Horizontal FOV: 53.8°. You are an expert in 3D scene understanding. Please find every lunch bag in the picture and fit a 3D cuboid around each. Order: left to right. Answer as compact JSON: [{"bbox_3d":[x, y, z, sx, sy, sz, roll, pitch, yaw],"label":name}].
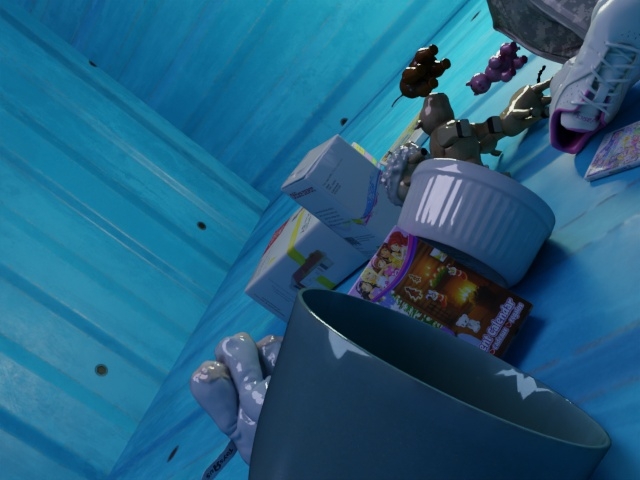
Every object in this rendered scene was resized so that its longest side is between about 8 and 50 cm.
[{"bbox_3d":[0.459,-0.426,1.077,0.235,0.169,0.287,-38,47,2],"label":"lunch bag"}]

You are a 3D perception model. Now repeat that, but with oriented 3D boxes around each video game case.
[{"bbox_3d":[0.270,-0.301,1.845,0.227,0.026,0.206,-52,12,5],"label":"video game case"},{"bbox_3d":[0.419,-0.128,0.849,0.087,0.011,0.122,-57,13,-21],"label":"video game case"}]

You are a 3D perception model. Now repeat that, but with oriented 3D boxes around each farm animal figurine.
[{"bbox_3d":[0.262,-0.195,1.149,0.172,0.330,0.326,167,111,-67],"label":"farm animal figurine"}]

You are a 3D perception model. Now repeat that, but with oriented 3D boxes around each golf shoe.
[{"bbox_3d":[0.402,-0.230,0.880,0.306,0.115,0.140,86,-156,-70],"label":"golf shoe"}]

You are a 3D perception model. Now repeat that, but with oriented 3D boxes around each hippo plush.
[{"bbox_3d":[-0.080,0.257,1.047,0.236,0.234,0.294,-38,18,50],"label":"hippo plush"}]

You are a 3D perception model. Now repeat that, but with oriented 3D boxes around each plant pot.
[{"bbox_3d":[0.068,0.210,0.574,0.293,0.293,0.235,-138,71,-78],"label":"plant pot"}]

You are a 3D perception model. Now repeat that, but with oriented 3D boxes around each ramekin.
[{"bbox_3d":[0.204,-0.014,0.874,0.109,0.207,0.207,-63,14,-11],"label":"ramekin"}]

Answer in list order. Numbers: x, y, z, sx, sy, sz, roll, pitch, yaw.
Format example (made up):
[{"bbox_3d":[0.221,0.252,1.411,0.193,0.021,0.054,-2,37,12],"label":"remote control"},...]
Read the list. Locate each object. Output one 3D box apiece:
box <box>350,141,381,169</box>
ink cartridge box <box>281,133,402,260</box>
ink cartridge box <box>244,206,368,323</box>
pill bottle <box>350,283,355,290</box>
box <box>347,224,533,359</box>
[{"bbox_3d":[0.062,-0.149,1.949,0.243,0.117,0.213,-47,13,26],"label":"box"},{"bbox_3d":[0.077,-0.078,1.319,0.117,0.278,0.201,-55,13,-13],"label":"ink cartridge box"},{"bbox_3d":[0.000,0.000,1.650,0.385,0.160,0.279,-42,16,39],"label":"ink cartridge box"},{"bbox_3d":[0.044,0.165,1.200,0.160,0.087,0.087,-53,12,-4],"label":"pill bottle"},{"bbox_3d":[0.098,0.152,0.783,0.293,0.201,0.057,-55,-20,-11],"label":"box"}]
